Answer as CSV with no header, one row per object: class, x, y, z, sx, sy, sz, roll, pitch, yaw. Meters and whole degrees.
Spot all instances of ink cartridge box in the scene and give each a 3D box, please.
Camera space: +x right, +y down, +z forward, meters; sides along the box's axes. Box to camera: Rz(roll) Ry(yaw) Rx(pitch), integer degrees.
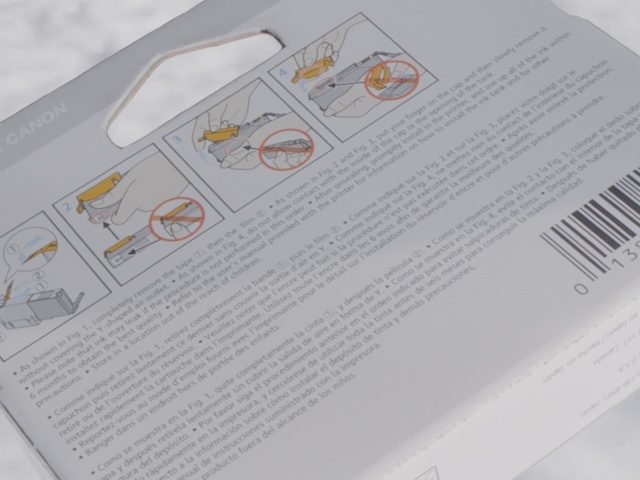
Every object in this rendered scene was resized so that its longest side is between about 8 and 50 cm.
ink cartridge box,0.000,0.000,0.753,0.296,0.066,0.261,-33,50,-15
